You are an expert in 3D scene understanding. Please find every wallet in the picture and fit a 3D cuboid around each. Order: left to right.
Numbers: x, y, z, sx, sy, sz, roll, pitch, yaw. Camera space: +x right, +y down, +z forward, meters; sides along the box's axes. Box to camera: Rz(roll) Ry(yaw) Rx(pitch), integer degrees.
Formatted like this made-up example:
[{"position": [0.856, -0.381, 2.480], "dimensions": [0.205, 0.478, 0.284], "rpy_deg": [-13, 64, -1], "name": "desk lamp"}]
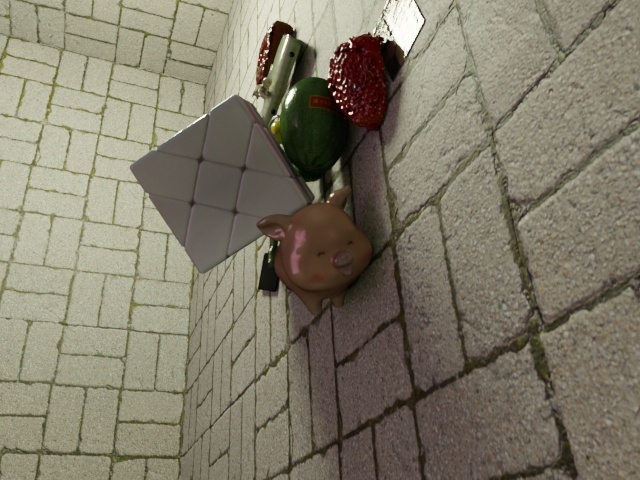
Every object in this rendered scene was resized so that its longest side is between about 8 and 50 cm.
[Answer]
[{"position": [-0.147, -0.568, 2.073], "dimensions": [0.223, 0.077, 0.310], "rpy_deg": [-114, 43, -66], "name": "wallet"}]

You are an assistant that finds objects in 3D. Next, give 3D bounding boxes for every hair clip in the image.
[{"position": [-0.208, -0.530, 2.053], "dimensions": [0.226, 0.034, 0.072], "rpy_deg": [-138, 66, -71], "name": "hair clip"}]

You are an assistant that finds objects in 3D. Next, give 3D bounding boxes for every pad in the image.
[{"position": [0.176, -0.495, 1.359], "dimensions": [0.235, 0.003, 0.158], "rpy_deg": [-100, 28, -42], "name": "pad"}]

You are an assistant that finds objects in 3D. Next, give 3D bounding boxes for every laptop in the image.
[{"position": [-0.171, 0.106, 2.012], "dimensions": [0.197, 0.016, 0.135], "rpy_deg": [176, 103, -68], "name": "laptop"}]

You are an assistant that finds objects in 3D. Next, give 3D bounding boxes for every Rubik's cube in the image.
[{"position": [-0.231, -0.144, 1.508], "dimensions": [0.321, 0.319, 0.316], "rpy_deg": [-33, 5, 7], "name": "Rubik's cube"}]

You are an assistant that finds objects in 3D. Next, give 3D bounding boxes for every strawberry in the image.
[{"position": [0.082, -0.390, 1.415], "dimensions": [0.188, 0.106, 0.286], "rpy_deg": [118, 152, -48], "name": "strawberry"}]

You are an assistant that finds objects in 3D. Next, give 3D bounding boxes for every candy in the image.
[{"position": [-0.011, -0.324, 1.706], "dimensions": [0.097, 0.097, 0.324], "rpy_deg": [162, 123, -67], "name": "candy"}]

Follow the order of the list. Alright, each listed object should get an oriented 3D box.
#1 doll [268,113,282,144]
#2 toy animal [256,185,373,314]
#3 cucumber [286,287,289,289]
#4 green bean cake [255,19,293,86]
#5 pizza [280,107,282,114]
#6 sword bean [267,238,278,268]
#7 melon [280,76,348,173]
[{"position": [-0.094, -0.371, 1.835], "dimensions": [0.221, 0.135, 0.143], "rpy_deg": [124, 153, -72], "name": "doll"}, {"position": [-0.008, 0.032, 1.355], "dimensions": [0.326, 0.236, 0.270], "rpy_deg": [19, 129, 66], "name": "toy animal"}, {"position": [-0.077, 0.037, 1.721], "dimensions": [0.069, 0.069, 0.228], "rpy_deg": [135, 143, -57], "name": "cucumber"}, {"position": [-0.184, -0.699, 2.271], "dimensions": [0.198, 0.097, 0.233], "rpy_deg": [168, 110, -68], "name": "green bean cake"}, {"position": [-0.107, -0.428, 2.007], "dimensions": [0.271, 0.056, 0.135], "rpy_deg": [171, 107, -69], "name": "pizza"}, {"position": [-0.154, -0.024, 1.969], "dimensions": [0.043, 0.038, 0.270], "rpy_deg": [119, 157, -55], "name": "sword bean"}, {"position": [-0.017, -0.313, 1.538], "dimensions": [0.182, 0.182, 0.288], "rpy_deg": [136, 136, -58], "name": "melon"}]
